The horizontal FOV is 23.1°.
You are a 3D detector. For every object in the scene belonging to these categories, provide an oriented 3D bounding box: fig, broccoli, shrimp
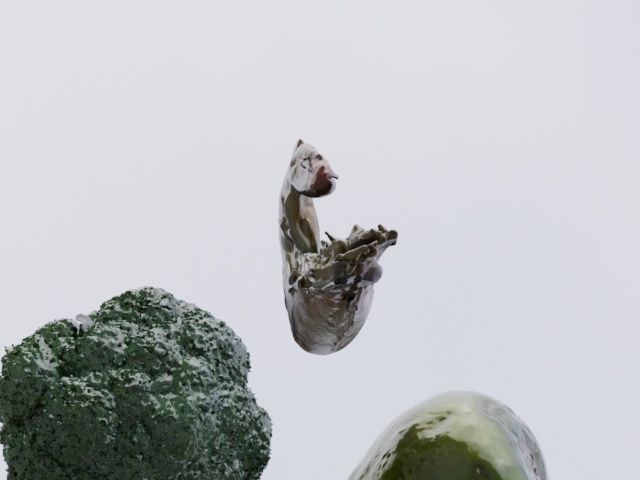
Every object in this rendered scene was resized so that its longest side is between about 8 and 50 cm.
[{"bbox_3d":[0.086,0.270,1.491,0.275,0.206,0.206,-29,-85,16],"label":"fig"},{"bbox_3d":[-0.185,0.167,1.473,0.270,0.270,0.270,-14,-74,58],"label":"broccoli"},{"bbox_3d":[0.004,0.000,0.938,0.236,0.053,0.133,134,-44,-79],"label":"shrimp"}]
